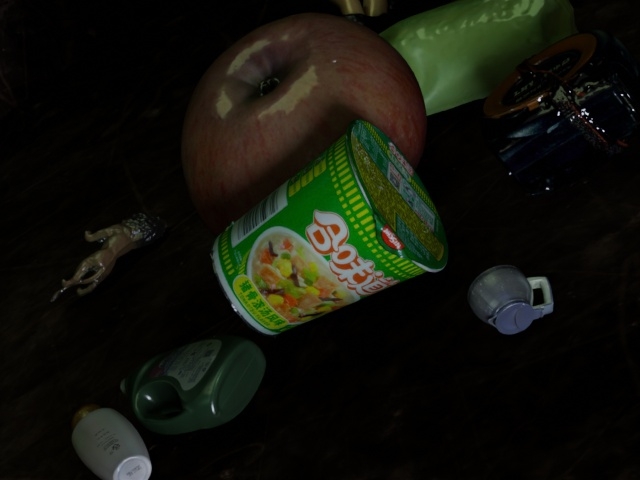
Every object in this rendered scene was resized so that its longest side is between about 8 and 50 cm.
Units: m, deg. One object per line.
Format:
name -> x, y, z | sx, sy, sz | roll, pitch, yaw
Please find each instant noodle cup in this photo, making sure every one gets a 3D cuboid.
instant noodle cup -> 0.000, 0.000, 1.710 | 0.232, 0.207, 0.207 | -30, 23, 21

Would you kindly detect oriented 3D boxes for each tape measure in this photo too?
tape measure -> 0.293, -0.153, 1.712 | 0.202, 0.135, 0.223 | -33, 19, 24

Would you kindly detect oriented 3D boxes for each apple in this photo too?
apple -> -0.032, -0.147, 1.917 | 0.345, 0.269, 0.345 | -25, 26, 13

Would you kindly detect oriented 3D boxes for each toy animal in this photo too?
toy animal -> -0.335, 0.021, 2.213 | 0.220, 0.069, 0.086 | -43, 35, -18

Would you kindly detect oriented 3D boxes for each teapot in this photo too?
teapot -> 0.202, 0.063, 1.501 | 0.088, 0.066, 0.057 | -13, 42, -11

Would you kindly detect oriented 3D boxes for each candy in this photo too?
candy -> 0.195, -0.258, 2.021 | 0.343, 0.142, 0.132 | -18, 36, 31

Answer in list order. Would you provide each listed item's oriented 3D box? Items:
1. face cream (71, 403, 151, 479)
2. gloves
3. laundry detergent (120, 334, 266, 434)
face cream -> -0.248, 0.243, 1.700 | 0.072, 0.051, 0.182 | -37, 25, -14
gloves -> 0.063, -0.311, 2.269 | 0.152, 0.197, 0.301 | 15, 61, 15
laundry detergent -> -0.171, 0.177, 1.721 | 0.211, 0.063, 0.137 | -10, 39, 41
